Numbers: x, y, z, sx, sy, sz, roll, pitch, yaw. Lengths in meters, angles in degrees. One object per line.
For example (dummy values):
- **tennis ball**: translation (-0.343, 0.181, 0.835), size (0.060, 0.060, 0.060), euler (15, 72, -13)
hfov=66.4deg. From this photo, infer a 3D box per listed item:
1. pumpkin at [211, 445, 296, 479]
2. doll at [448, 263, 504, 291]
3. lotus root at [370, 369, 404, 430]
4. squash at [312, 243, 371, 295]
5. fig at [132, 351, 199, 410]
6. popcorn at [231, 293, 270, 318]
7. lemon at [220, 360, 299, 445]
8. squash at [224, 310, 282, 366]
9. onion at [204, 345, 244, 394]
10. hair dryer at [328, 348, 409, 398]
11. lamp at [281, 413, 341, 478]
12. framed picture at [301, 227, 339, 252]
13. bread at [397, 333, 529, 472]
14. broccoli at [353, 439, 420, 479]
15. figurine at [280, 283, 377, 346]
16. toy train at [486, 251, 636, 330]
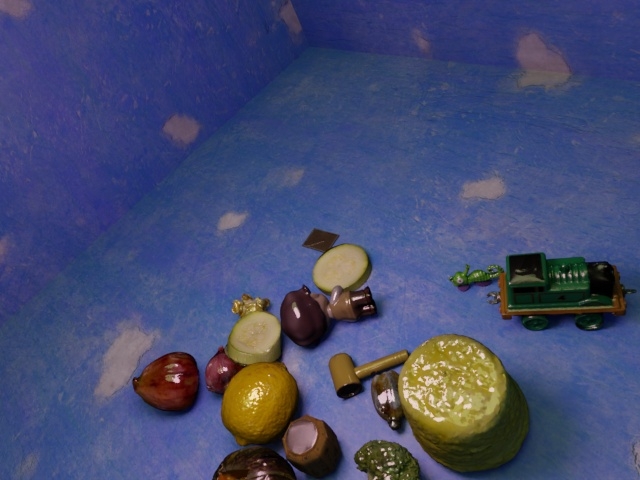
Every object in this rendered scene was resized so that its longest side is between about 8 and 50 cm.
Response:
- **pumpkin**: translation (-0.212, 0.780, 1.469), size (0.321, 0.192, 0.320), euler (-26, 41, 25)
- **doll**: translation (0.552, 0.125, 1.736), size (0.190, 0.115, 0.050), euler (-11, 46, 17)
- **lotus root**: translation (0.224, 0.512, 1.575), size (0.113, 0.088, 0.192), euler (-17, 50, 10)
- **squash**: translation (0.085, 0.120, 2.041), size (0.252, 0.049, 0.252), euler (-17, 44, 17)
- **fig**: translation (-0.578, 0.544, 1.892), size (0.263, 0.224, 0.223), euler (-15, 46, 20)
- **popcorn**: translation (-0.279, 0.294, 2.009), size (0.163, 0.135, 0.141), euler (-6, 38, -33)
- **lemon**: translation (-0.199, 0.541, 1.656), size (0.254, 0.253, 0.310), euler (7, 50, 33)
- **squash**: translation (-0.251, 0.379, 1.854), size (0.220, 0.133, 0.220), euler (5, 26, -2)
- **onion**: translation (-0.366, 0.486, 1.869), size (0.160, 0.159, 0.194), euler (-28, 43, 3)
- **hair dryer**: translation (0.171, 0.432, 1.693), size (0.279, 0.090, 0.134), euler (-21, 42, 1)
- **lamp**: translation (-0.026, 0.640, 1.521), size (0.161, 0.185, 0.161), euler (-15, 46, 16)
- **framed picture**: translation (0.000, 0.000, 2.216), size (0.149, 0.011, 0.109), euler (16, 60, 38)
- **bread**: translation (0.400, 0.449, 1.382), size (0.349, 0.307, 0.348), euler (-12, 49, 14)
- **broccoli**: translation (0.205, 0.712, 1.356), size (0.254, 0.186, 0.301), euler (-34, 52, 51)
- **figurine**: translation (0.015, 0.251, 1.845), size (0.365, 0.218, 0.206), euler (-23, 42, -1)
- **toy train**: translation (0.735, 0.144, 1.522), size (0.430, 0.249, 0.178), euler (-6, 48, 24)
